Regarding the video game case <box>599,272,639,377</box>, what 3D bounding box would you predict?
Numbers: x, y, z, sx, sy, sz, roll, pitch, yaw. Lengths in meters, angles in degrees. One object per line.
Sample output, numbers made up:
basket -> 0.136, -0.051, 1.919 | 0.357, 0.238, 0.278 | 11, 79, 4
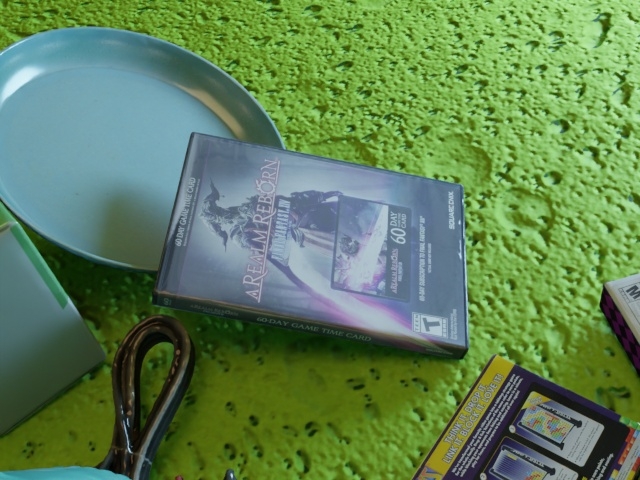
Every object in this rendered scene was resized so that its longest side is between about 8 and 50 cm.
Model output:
video game case -> 0.375, 0.104, 0.737 | 0.210, 0.042, 0.232 | -15, 51, -6

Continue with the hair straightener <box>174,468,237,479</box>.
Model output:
hair straightener -> -0.056, 0.268, 0.649 | 0.089, 0.047, 0.230 | -9, 45, -3

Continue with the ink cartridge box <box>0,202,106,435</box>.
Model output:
ink cartridge box -> -0.340, -0.001, 0.801 | 0.121, 0.211, 0.289 | -37, 56, -17

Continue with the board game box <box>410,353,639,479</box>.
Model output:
board game box -> 0.153, 0.189, 0.692 | 0.141, 0.048, 0.170 | 25, 58, 27

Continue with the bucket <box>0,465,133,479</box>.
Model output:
bucket -> -0.187, 0.263, 0.523 | 0.281, 0.183, 0.281 | -2, 82, 14

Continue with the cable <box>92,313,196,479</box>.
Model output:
cable -> -0.163, 0.183, 0.700 | 0.139, 0.072, 0.287 | 15, 64, 26

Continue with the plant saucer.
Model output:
plant saucer -> -0.183, -0.088, 0.895 | 0.317, 0.044, 0.318 | 15, 47, -16

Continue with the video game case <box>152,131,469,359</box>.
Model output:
video game case -> 0.000, 0.000, 0.833 | 0.274, 0.026, 0.196 | 11, 50, -7
